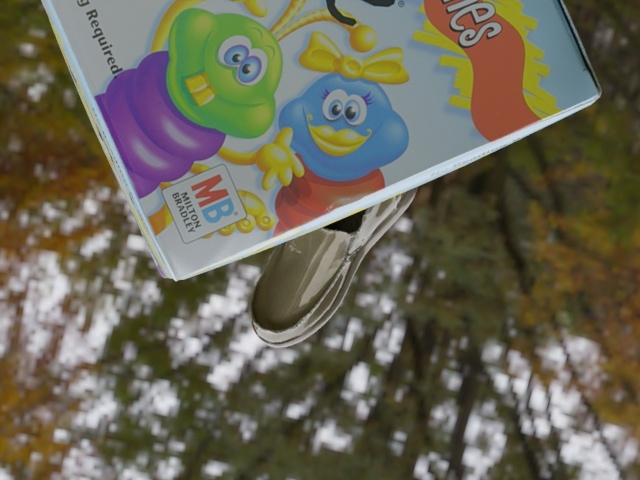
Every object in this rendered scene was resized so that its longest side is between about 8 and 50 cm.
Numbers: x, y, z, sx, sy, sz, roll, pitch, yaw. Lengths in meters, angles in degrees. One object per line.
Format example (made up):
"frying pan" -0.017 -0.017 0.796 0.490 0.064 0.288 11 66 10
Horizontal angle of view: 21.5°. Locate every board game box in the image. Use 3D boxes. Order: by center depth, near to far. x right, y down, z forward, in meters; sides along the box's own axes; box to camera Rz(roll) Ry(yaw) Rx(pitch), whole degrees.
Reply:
"board game box" -0.021 -0.075 0.625 0.142 0.144 0.275 -24 -179 -6

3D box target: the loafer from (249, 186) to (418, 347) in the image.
"loafer" 0.000 0.000 1.058 0.056 0.148 0.050 36 -178 34
